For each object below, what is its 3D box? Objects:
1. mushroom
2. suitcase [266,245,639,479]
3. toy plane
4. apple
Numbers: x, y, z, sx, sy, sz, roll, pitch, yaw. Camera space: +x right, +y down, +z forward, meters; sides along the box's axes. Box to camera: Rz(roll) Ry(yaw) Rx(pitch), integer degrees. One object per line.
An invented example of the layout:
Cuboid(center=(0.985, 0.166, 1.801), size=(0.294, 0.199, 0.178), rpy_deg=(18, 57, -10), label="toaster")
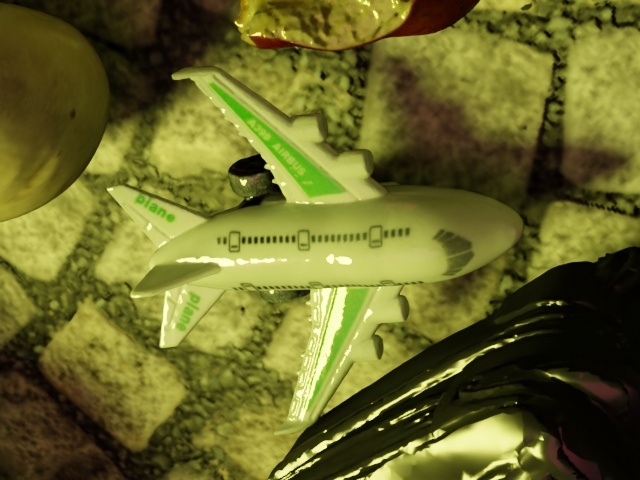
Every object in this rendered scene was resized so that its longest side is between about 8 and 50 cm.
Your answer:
Cuboid(center=(-0.239, -0.098, 0.846), size=(0.206, 0.209, 0.206), rpy_deg=(-15, 142, -12), label="mushroom")
Cuboid(center=(0.148, 0.219, 0.847), size=(0.345, 0.188, 0.339), rpy_deg=(47, 127, -10), label="suitcase")
Cuboid(center=(0.001, -0.002, 0.849), size=(0.255, 0.101, 0.251), rpy_deg=(-8, 114, 18), label="toy plane")
Cuboid(center=(0.014, -0.185, 0.713), size=(0.156, 0.147, 0.158), rpy_deg=(16, 119, 49), label="apple")
